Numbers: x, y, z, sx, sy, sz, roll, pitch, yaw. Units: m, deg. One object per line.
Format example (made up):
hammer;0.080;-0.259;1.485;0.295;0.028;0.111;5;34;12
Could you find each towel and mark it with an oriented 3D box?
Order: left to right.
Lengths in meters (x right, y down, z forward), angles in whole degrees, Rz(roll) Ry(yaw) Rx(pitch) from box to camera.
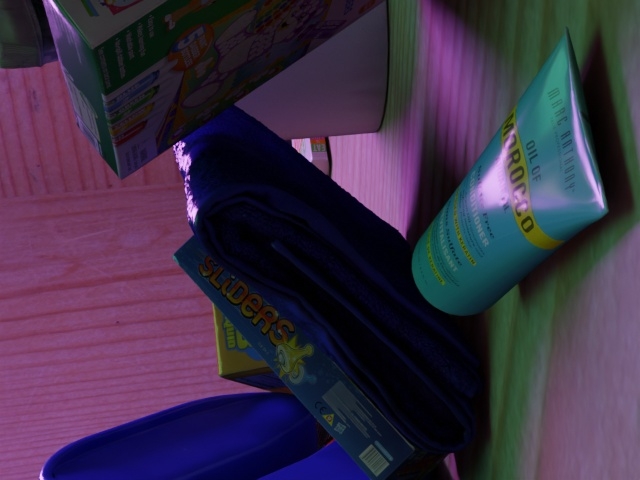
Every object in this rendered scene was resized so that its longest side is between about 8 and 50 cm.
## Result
towel;0.000;0.000;0.969;0.227;0.076;0.308;44;-175;-18

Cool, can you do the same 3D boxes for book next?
book;-0.012;-0.123;1.641;0.096;0.035;0.144;101;165;-56

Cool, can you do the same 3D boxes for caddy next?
caddy;-0.059;0.238;1.054;0.341;0.241;0.179;-13;-72;-52

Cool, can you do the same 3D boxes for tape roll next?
tape roll;-0.046;-0.204;1.202;0.246;0.169;0.246;174;90;-84

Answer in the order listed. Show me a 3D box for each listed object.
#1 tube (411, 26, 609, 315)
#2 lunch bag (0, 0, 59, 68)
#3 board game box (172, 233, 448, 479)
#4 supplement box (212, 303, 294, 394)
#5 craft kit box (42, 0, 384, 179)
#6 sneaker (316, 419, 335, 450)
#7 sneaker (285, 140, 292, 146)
tube;0.091;-0.017;0.665;0.207;0.052;0.080;117;141;-69
lunch bag;-0.177;-0.247;0.754;0.305;0.212;0.256;117;149;-79
board game box;-0.003;0.078;0.962;0.201;0.035;0.136;47;-175;16
supplement box;-0.013;0.085;1.197;0.233;0.080;0.078;37;-134;-69
craft kit box;-0.037;-0.153;0.832;0.061;0.247;0.250;50;169;7
sneaker;0.031;0.250;1.382;0.087;0.083;0.221;146;114;-68
sneaker;-0.081;-0.160;1.934;0.130;0.109;0.286;106;157;-58
